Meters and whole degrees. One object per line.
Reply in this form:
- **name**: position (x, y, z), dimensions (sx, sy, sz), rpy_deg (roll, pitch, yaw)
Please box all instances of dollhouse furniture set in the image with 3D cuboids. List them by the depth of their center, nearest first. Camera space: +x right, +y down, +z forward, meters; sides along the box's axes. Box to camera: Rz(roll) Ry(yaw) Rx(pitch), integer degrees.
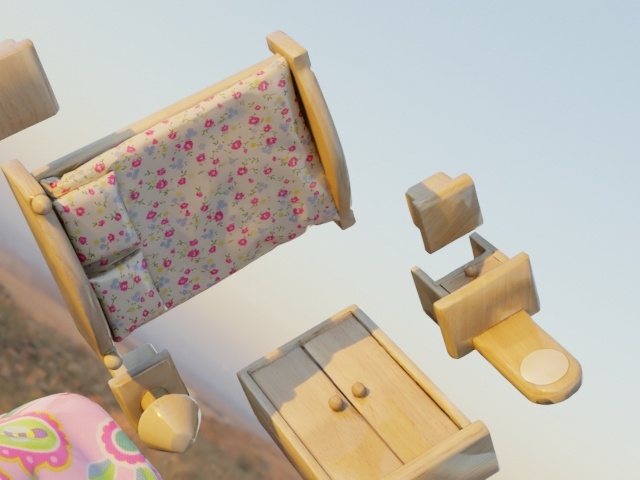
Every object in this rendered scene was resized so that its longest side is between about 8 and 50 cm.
- **dollhouse furniture set**: position (0.000, 0.000, 0.823), dimensions (0.174, 0.303, 0.355), rpy_deg (45, -21, 50)

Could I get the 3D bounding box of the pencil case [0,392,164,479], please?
- **pencil case**: position (-0.191, 0.145, 0.550), dimensions (0.124, 0.124, 0.284), rpy_deg (33, 26, 28)
